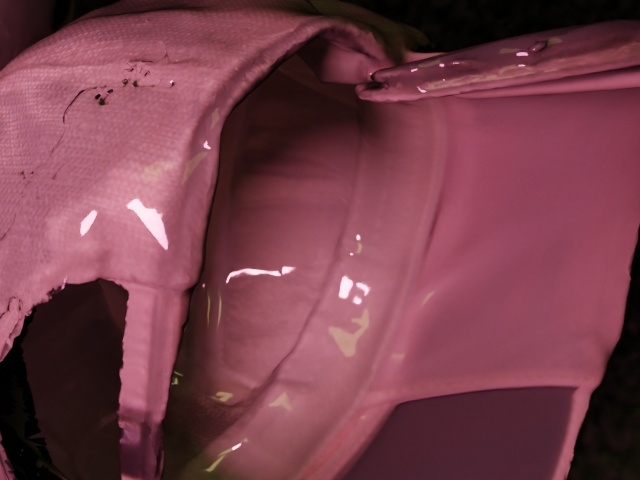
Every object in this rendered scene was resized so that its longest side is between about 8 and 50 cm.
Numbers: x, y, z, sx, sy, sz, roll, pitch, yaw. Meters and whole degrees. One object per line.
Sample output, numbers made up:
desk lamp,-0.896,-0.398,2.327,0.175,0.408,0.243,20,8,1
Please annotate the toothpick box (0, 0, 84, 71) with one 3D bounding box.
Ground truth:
toothpick box,-0.233,-0.082,0.591,0.316,0.229,0.229,36,73,17

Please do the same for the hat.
hat,0.009,0.000,0.526,0.275,0.232,0.161,-12,46,-27
